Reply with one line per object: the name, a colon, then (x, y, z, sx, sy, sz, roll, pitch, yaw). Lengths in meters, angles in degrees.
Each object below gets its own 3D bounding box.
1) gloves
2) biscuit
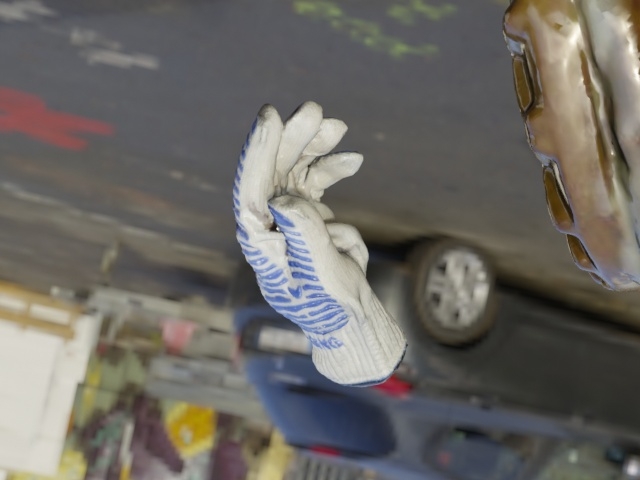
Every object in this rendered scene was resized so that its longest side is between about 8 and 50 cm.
gloves: (-0.004, 0.004, 1.177, 0.097, 0.229, 0.119, -16, -148, -2)
biscuit: (0.185, -0.122, 1.044, 0.103, 0.332, 0.332, -10, 165, 18)
